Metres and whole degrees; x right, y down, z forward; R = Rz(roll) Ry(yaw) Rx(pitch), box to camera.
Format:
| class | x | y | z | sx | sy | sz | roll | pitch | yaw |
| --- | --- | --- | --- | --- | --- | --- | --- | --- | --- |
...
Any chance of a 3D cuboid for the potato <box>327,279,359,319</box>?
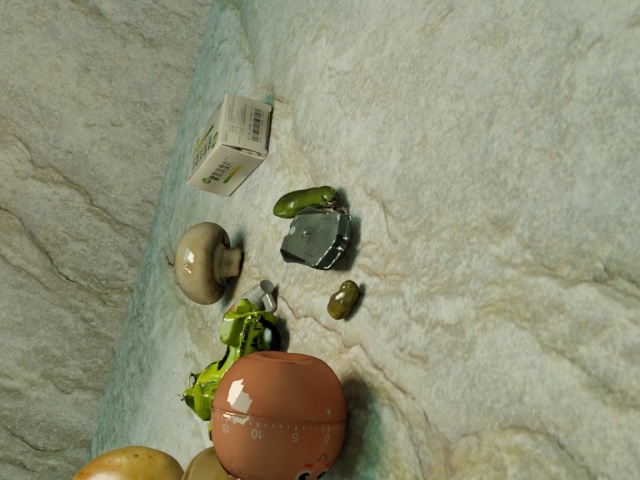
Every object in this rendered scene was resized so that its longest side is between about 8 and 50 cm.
| class | x | y | z | sx | sy | sz | roll | pitch | yaw |
| --- | --- | --- | --- | --- | --- | --- | --- | --- | --- |
| potato | 0.040 | 0.110 | 1.419 | 0.092 | 0.045 | 0.046 | -56 | -8 | 35 |

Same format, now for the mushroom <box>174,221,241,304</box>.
| class | x | y | z | sx | sy | sz | roll | pitch | yaw |
| --- | --- | --- | --- | --- | --- | --- | --- | --- | --- |
| mushroom | -0.300 | 0.064 | 2.138 | 0.226 | 0.178 | 0.226 | 10 | -90 | -79 |

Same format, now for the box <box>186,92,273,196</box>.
| class | x | y | z | sx | sy | sz | roll | pitch | yaw |
| --- | --- | --- | --- | --- | --- | --- | --- | --- | --- |
| box | -0.268 | -0.273 | 2.300 | 0.333 | 0.145 | 0.173 | -35 | 47 | 58 |

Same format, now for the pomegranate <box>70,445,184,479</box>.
| class | x | y | z | sx | sy | sz | roll | pitch | yaw |
| --- | --- | --- | --- | --- | --- | --- | --- | --- | --- |
| pomegranate | -0.478 | 0.687 | 1.957 | 0.342 | 0.343 | 0.342 | -49 | 33 | 48 |

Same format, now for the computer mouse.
| class | x | y | z | sx | sy | sz | roll | pitch | yaw |
| --- | --- | --- | --- | --- | --- | --- | --- | --- | --- |
| computer mouse | 0.001 | 0.003 | 1.558 | 0.231 | 0.071 | 0.126 | 8 | 71 | 58 |

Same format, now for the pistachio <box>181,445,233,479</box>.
| class | x | y | z | sx | sy | sz | roll | pitch | yaw |
| --- | --- | --- | --- | --- | --- | --- | --- | --- | --- |
| pistachio | -0.211 | 0.551 | 1.561 | 0.162 | 0.181 | 0.293 | -20 | 45 | 31 |

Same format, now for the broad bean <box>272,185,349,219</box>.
| class | x | y | z | sx | sy | sz | roll | pitch | yaw |
| --- | --- | --- | --- | --- | --- | --- | --- | --- | --- |
| broad bean | -0.026 | -0.083 | 1.680 | 0.325 | 0.067 | 0.075 | -4 | 58 | 64 |

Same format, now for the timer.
| class | x | y | z | sx | sy | sz | roll | pitch | yaw |
| --- | --- | --- | --- | --- | --- | --- | --- | --- | --- |
| timer | -0.068 | 0.299 | 1.310 | 0.230 | 0.230 | 0.214 | -176 | 92 | -68 |

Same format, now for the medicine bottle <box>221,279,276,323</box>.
| class | x | y | z | sx | sy | sz | roll | pitch | yaw |
| --- | --- | --- | --- | --- | --- | --- | --- | --- | --- |
| medicine bottle | -0.167 | 0.170 | 1.880 | 0.220 | 0.061 | 0.092 | -47 | 59 | 50 |

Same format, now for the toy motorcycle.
| class | x | y | z | sx | sy | sz | roll | pitch | yaw |
| --- | --- | --- | --- | --- | --- | --- | --- | --- | --- |
| toy motorcycle | -0.197 | 0.297 | 1.752 | 0.206 | 0.142 | 0.342 | 30 | 107 | 29 |
